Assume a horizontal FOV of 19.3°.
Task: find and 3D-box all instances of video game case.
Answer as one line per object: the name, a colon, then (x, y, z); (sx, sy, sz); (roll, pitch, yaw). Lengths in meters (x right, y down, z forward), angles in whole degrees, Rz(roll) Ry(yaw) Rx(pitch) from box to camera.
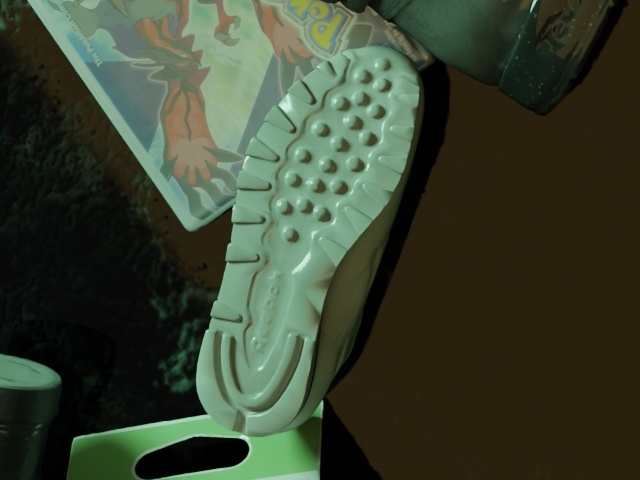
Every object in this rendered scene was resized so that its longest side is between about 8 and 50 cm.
video game case: (-0.061, -0.137, 1.109); (0.183, 0.023, 0.201); (-35, 91, 14)

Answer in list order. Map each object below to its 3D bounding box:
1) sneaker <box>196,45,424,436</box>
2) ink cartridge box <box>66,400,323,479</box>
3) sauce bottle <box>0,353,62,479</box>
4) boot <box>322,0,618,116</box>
sneaker: (0.000, 0.000, 1.085); (0.090, 0.095, 0.235); (25, 96, 21)
ink cartridge box: (-0.075, 0.206, 1.090); (0.171, 0.235, 0.056); (-10, 130, 12)
sauce bottle: (-0.222, 0.241, 1.155); (0.111, 0.111, 0.344); (16, 100, 9)
boot: (0.101, -0.254, 1.002); (0.223, 0.118, 0.338); (28, 97, 5)
